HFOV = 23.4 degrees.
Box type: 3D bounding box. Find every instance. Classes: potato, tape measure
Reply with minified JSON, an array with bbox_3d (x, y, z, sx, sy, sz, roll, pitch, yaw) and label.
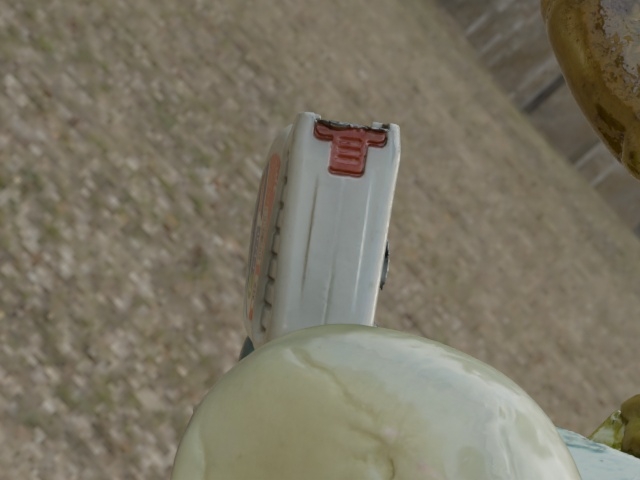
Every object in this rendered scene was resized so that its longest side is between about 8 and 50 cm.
[{"bbox_3d":[0.372,-0.224,1.790,0.195,0.176,0.369,16,51,-38],"label":"potato"},{"bbox_3d":[0.000,0.000,1.625,0.130,0.258,0.265,6,3,-10],"label":"tape measure"}]

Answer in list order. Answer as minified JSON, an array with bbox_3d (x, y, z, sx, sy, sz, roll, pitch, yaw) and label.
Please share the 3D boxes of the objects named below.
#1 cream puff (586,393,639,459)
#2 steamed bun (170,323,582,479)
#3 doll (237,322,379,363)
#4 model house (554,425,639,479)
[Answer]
[{"bbox_3d":[0.458,0.323,1.779,0.291,0.257,0.324,24,50,-22],"label":"cream puff"},{"bbox_3d":[0.055,0.237,1.116,0.312,0.333,0.233,23,9,38],"label":"steamed bun"},{"bbox_3d":[-0.014,0.208,1.969,0.199,0.322,0.186,12,-5,-22],"label":"doll"},{"bbox_3d":[0.234,0.381,1.591,0.194,0.325,0.267,-7,19,-44],"label":"model house"}]
